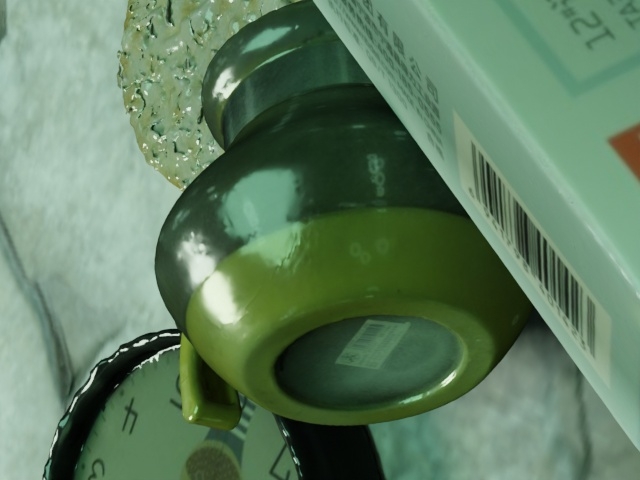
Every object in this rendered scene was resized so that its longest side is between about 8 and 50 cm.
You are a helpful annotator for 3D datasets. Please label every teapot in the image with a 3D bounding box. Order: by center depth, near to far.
[{"bbox_3d":[0.000,0.000,0.570,0.166,0.130,0.119,-43,41,41],"label":"teapot"}]

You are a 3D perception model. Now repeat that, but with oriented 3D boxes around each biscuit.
[{"bbox_3d":[-0.036,-0.090,0.693,0.152,0.020,0.152,-9,78,48],"label":"biscuit"}]

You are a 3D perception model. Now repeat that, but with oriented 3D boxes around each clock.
[{"bbox_3d":[-0.049,0.123,0.664,0.184,0.040,0.184,-9,78,47],"label":"clock"}]

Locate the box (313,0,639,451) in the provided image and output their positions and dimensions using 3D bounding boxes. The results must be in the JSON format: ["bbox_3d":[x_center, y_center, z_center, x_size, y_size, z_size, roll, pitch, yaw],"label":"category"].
[{"bbox_3d":[0.077,-0.083,0.477,0.269,0.135,0.079,57,168,33],"label":"box"}]
